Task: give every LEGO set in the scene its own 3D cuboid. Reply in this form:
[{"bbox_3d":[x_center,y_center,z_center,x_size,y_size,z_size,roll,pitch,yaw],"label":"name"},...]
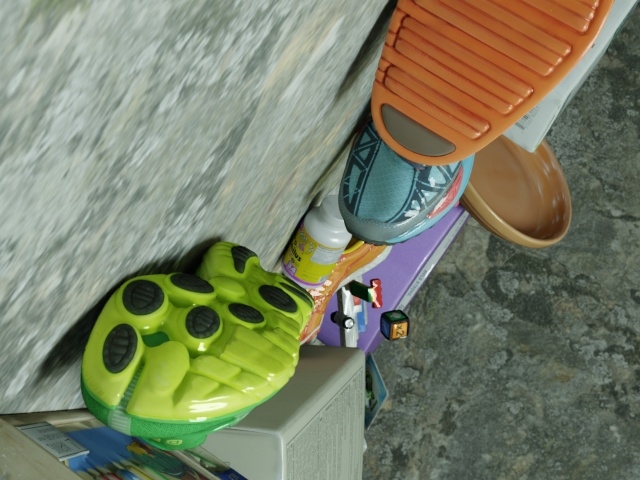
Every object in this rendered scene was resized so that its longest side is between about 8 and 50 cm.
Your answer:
[{"bbox_3d":[0.036,0.100,1.702,0.060,0.182,0.244,-11,151,-23],"label":"LEGO set"}]

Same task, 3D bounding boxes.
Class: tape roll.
[{"bbox_3d":[0.085,0.006,1.935,0.275,0.090,0.275,-55,174,-9],"label":"tape roll"}]

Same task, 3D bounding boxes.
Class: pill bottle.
[{"bbox_3d":[0.000,0.000,1.473,0.043,0.043,0.083,-48,170,-49],"label":"pill bottle"}]

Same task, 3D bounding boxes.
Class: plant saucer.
[{"bbox_3d":[0.188,-0.076,1.839,0.037,0.200,0.200,-35,-174,34],"label":"plant saucer"}]

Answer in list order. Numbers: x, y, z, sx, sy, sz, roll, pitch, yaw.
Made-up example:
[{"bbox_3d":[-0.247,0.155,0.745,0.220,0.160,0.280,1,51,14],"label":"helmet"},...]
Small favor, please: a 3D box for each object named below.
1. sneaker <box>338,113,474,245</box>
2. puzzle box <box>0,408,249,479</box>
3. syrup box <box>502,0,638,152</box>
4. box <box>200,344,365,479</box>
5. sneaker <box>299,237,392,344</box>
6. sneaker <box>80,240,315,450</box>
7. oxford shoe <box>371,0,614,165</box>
[{"bbox_3d":[0.086,-0.121,1.375,0.262,0.104,0.125,-59,157,-6],"label":"sneaker"},{"bbox_3d":[-0.056,0.200,1.069,0.052,0.272,0.409,-55,174,-1],"label":"puzzle box"},{"bbox_3d":[0.241,-0.208,1.739,0.237,0.096,0.093,-50,172,-35],"label":"syrup box"},{"bbox_3d":[-0.051,0.189,1.499,0.311,0.121,0.148,-29,120,-75],"label":"box"},{"bbox_3d":[-0.008,0.031,1.578,0.175,0.064,0.067,-50,140,-11],"label":"sneaker"},{"bbox_3d":[-0.075,0.082,1.052,0.123,0.109,0.295,-60,173,11],"label":"sneaker"},{"bbox_3d":[0.159,-0.212,1.202,0.363,0.130,0.133,-56,180,12],"label":"oxford shoe"}]
